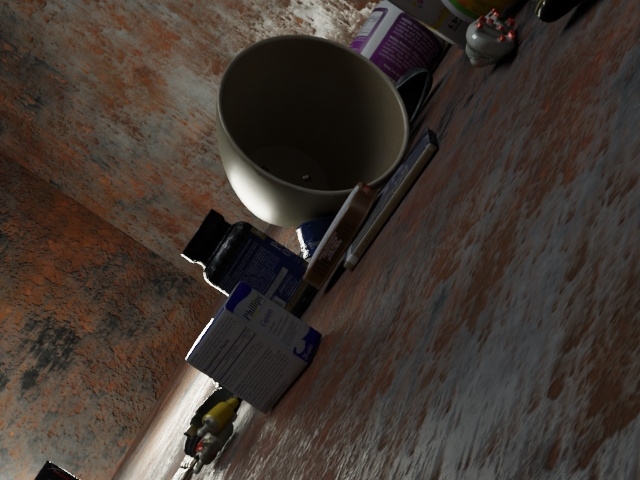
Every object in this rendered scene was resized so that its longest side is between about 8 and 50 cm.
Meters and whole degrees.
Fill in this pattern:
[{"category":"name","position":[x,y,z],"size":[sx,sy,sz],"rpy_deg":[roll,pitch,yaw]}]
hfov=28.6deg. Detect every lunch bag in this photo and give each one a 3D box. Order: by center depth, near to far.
[{"category":"lunch bag","position":[0.000,0.000,2.097],"size":[0.067,0.065,0.098],"rpy_deg":[-12,-5,-10]}]

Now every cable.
[{"category":"cable","position":[-0.129,0.256,2.000],"size":[0.287,0.072,0.139],"rpy_deg":[-45,-21,-42]}]

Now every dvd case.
[{"category":"dvd case","position":[0.103,-0.065,1.878],"size":[0.221,0.018,0.164],"rpy_deg":[-56,5,13]}]

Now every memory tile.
[{"category":"memory tile","position":[-0.243,0.411,2.173],"size":[0.113,0.012,0.148],"rpy_deg":[-58,6,-14]}]

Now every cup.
[{"category":"cup","position":[-0.038,-0.156,2.180],"size":[0.331,0.331,0.237],"rpy_deg":[-60,-2,-34]}]

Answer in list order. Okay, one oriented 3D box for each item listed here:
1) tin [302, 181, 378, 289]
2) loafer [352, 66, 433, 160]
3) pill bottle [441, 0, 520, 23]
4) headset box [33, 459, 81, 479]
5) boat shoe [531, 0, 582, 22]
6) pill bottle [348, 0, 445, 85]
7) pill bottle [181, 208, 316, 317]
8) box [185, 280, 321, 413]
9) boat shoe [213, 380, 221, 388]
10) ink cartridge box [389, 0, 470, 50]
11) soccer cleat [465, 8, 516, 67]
[{"category":"tin","position":[0.029,-0.008,1.941],"size":[0.190,0.040,0.106],"rpy_deg":[-58,0,26]},{"category":"loafer","position":[0.127,-0.220,2.273],"size":[0.223,0.076,0.078],"rpy_deg":[-55,2,-3]},{"category":"pill bottle","position":[0.284,-0.446,1.878],"size":[0.246,0.136,0.136],"rpy_deg":[-50,8,50]},{"category":"headset box","position":[-0.414,0.514,1.974],"size":[0.110,0.218,0.293],"rpy_deg":[-55,6,25]},{"category":"boat shoe","position":[0.292,-0.302,1.352],"size":[0.081,0.069,0.228],"rpy_deg":[-16,-4,-19]},{"category":"pill bottle","position":[0.150,-0.381,2.553],"size":[0.302,0.169,0.169],"rpy_deg":[-57,5,-10]},{"category":"pill bottle","position":[-0.117,0.045,2.098],"size":[0.123,0.219,0.123],"rpy_deg":[-56,5,7]},{"category":"box","position":[-0.091,0.146,1.709],"size":[0.126,0.137,0.072],"rpy_deg":[-52,6,36]},{"category":"boat shoe","position":[-0.160,0.227,2.175],"size":[0.080,0.076,0.228],"rpy_deg":[-57,5,-8]},{"category":"ink cartridge box","position":[0.195,-0.473,2.062],"size":[0.306,0.131,0.226],"rpy_deg":[19,-71,-53]},{"category":"soccer cleat","position":[0.231,-0.269,1.733],"size":[0.076,0.068,0.196],"rpy_deg":[-60,-3,21]}]
